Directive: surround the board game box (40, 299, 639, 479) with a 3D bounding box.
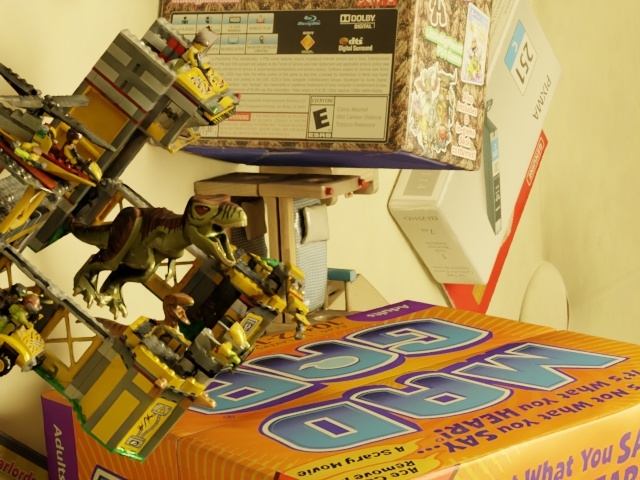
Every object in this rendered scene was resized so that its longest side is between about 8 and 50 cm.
[{"bbox_3d":[0.056,0.268,1.313,0.356,0.356,0.356,-13,104,-37],"label":"board game box"}]

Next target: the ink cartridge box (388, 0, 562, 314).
[{"bbox_3d":[0.189,-0.075,1.959,0.261,0.066,0.296,56,47,-44],"label":"ink cartridge box"}]

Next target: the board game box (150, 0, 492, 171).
[{"bbox_3d":[0.008,-0.208,1.473,0.141,0.232,0.291,9,85,-60],"label":"board game box"}]

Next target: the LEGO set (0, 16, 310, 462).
[{"bbox_3d":[-0.102,-0.024,1.202,0.192,0.255,0.331,-50,170,17],"label":"LEGO set"}]

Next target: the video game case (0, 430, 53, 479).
[{"bbox_3d":[-0.215,0.292,1.336,0.275,0.035,0.248,43,57,-52],"label":"video game case"}]

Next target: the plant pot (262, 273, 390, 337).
[{"bbox_3d":[0.009,0.091,1.638,0.109,0.109,0.096,-44,116,-49],"label":"plant pot"}]

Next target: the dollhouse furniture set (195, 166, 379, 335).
[{"bbox_3d":[0.000,0.000,1.579,0.184,0.129,0.129,-19,109,-58],"label":"dollhouse furniture set"}]
